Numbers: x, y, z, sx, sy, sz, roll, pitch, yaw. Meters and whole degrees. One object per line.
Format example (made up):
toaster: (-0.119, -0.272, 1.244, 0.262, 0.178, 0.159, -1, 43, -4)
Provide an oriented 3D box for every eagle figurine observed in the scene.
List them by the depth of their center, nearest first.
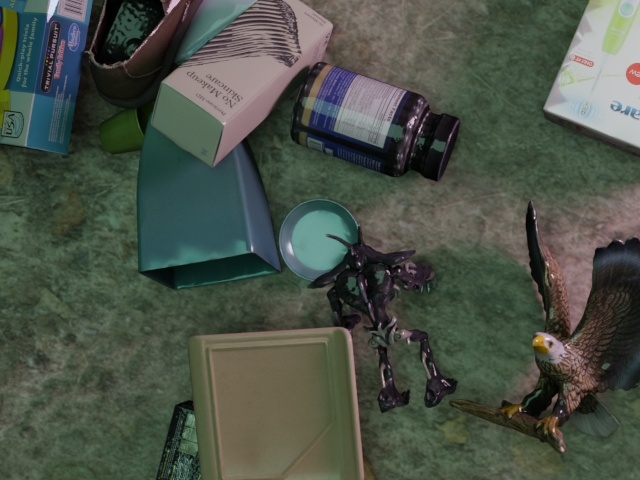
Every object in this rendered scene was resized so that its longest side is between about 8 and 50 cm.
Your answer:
eagle figurine: (0.330, 0.125, 1.730, 0.226, 0.225, 0.298, 22, 87, 1)

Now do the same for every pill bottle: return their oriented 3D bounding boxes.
pill bottle: (0.077, -0.161, 1.830, 0.219, 0.123, 0.123, 20, 92, 9)

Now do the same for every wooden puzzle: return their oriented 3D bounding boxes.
wooden puzzle: (-0.061, 0.232, 1.801, 0.238, 0.044, 0.221, -4, 96, 15)

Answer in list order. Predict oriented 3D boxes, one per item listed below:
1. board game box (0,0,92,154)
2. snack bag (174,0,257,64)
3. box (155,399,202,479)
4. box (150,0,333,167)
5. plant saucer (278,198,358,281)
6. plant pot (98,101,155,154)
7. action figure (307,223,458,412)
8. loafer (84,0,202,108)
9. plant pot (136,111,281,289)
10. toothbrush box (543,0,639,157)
board game box: (-0.476, -0.267, 1.875, 0.336, 0.079, 0.254, 10, 90, 40)
snack bag: (-0.161, -0.480, 1.924, 0.323, 0.037, 0.343, -32, 85, 9)
box: (-0.154, 0.338, 1.882, 0.147, 0.077, 0.180, 14, 91, 10)
box: (-0.105, -0.229, 1.799, 0.113, 0.094, 0.275, 34, 51, 8)
plant saucer: (0.000, 0.000, 1.891, 0.119, 0.021, 0.119, 0, 89, 9)
plant pot: (-0.281, -0.161, 1.922, 0.079, 0.083, 0.083, -16, 86, 21)
action figure: (0.086, 0.098, 1.818, 0.164, 0.141, 0.276, -19, 101, 11)
loafer: (-0.228, -0.368, 1.839, 0.133, 0.130, 0.366, 14, 83, 10)
plant pot: (-0.165, -0.067, 1.858, 0.165, 0.166, 0.234, -9, 77, 10)
toothbrush box: (0.449, -0.262, 1.768, 0.206, 0.122, 0.283, 24, 94, 10)
